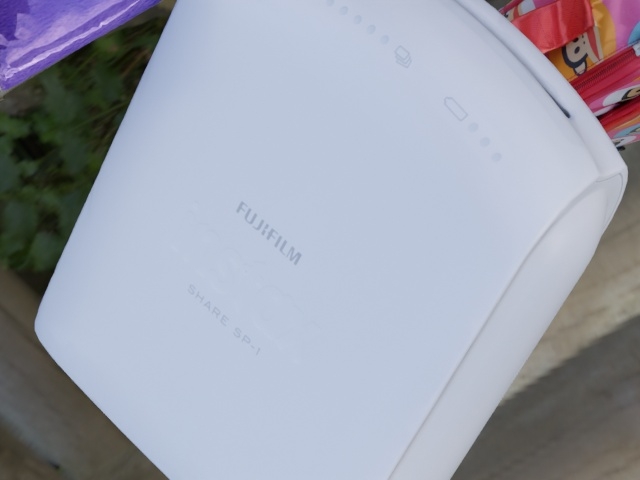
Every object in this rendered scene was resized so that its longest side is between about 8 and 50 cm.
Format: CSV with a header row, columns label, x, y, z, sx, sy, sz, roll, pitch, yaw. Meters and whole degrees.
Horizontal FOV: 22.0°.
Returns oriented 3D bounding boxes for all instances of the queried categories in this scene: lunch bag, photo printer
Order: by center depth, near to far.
label,x,y,z,sx,sy,sz,roll,pitch,yaw
photo printer,0.000,0.000,0.861,0.256,0.107,0.308,42,121,22
lunch bag,0.211,-0.138,1.159,0.258,0.293,0.120,-12,81,-30

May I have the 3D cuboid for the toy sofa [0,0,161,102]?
label,x,y,z,sx,sy,sz,roll,pitch,yaw
toy sofa,-0.070,-0.219,0.841,0.362,0.177,0.150,-32,96,-7
